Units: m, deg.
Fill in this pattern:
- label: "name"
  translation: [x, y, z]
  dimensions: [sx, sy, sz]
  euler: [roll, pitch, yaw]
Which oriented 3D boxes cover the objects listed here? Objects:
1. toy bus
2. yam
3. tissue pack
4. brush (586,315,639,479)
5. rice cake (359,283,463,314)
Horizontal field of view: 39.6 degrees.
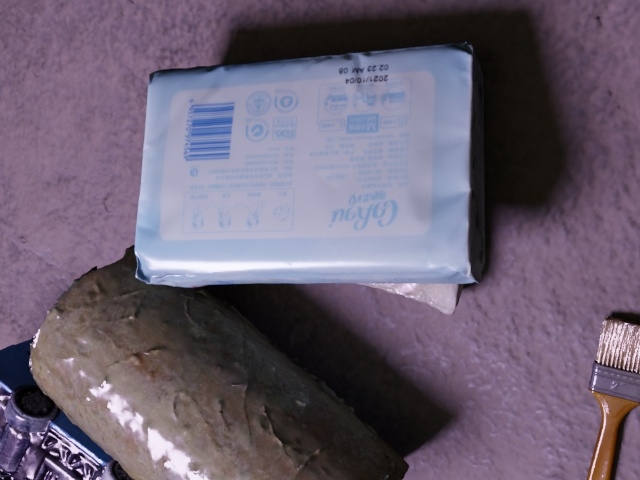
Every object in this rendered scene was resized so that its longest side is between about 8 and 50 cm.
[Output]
- label: "toy bus"
  translation: [-0.229, 0.198, 0.847]
  dimensions: [0.234, 0.133, 0.116]
  euler: [35, 115, 9]
- label: "yam"
  translation: [-0.089, 0.152, 0.758]
  dimensions: [0.304, 0.168, 0.168]
  euler: [39, 114, 13]
- label: "tissue pack"
  translation: [-0.007, -0.052, 0.688]
  dimensions: [0.263, 0.089, 0.177]
  euler: [-1, 78, 18]
- label: "brush"
  translation: [0.226, 0.142, 0.691]
  dimensions: [0.043, 0.014, 0.170]
  euler: [13, 106, 24]
- label: "rice cake"
  translation: [0.000, 0.000, 0.746]
  dimensions: [0.256, 0.052, 0.057]
  euler: [15, 103, 21]
